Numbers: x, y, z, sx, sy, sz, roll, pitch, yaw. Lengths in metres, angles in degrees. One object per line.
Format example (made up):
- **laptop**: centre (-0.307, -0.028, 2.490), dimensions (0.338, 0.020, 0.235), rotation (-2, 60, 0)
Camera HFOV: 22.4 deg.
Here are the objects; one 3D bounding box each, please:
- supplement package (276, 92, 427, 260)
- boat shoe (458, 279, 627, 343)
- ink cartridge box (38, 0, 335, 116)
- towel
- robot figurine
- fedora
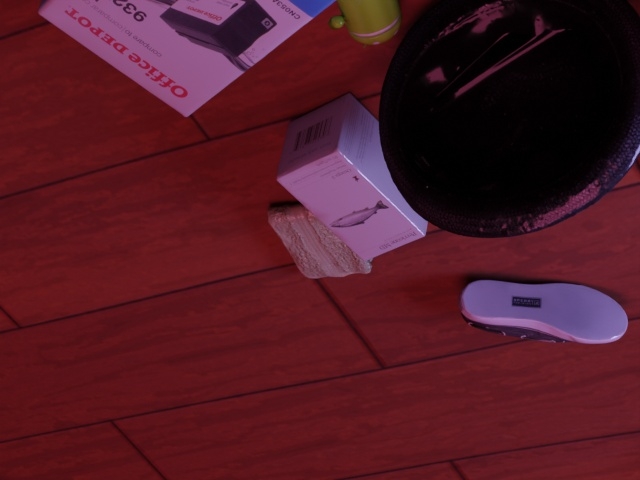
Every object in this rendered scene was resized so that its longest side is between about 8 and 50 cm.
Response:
- **supplement package**: centre (0.046, -0.077, 2.030), dimensions (0.105, 0.105, 0.179), rotation (-24, 128, 34)
- **boat shoe**: centre (0.301, 0.106, 2.205), dimensions (0.228, 0.080, 0.076), rotation (5, 156, 4)
- **ink cartridge box**: centre (-0.132, -0.306, 1.796), dimensions (0.223, 0.129, 0.307), rotation (35, 135, -25)
- **towel**: centre (0.000, 0.000, 2.190), dimensions (0.110, 0.027, 0.148), rotation (-11, 134, 23)
- **robot figurine**: centre (0.054, -0.272, 1.837), dimensions (0.101, 0.067, 0.115), rotation (-26, 133, -3)
- **fedora**: centre (0.238, -0.147, 1.840), dimensions (0.334, 0.334, 0.152), rotation (-12, 167, 26)
